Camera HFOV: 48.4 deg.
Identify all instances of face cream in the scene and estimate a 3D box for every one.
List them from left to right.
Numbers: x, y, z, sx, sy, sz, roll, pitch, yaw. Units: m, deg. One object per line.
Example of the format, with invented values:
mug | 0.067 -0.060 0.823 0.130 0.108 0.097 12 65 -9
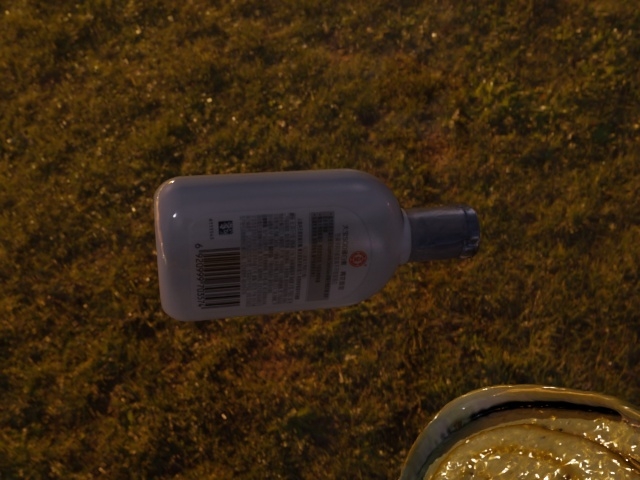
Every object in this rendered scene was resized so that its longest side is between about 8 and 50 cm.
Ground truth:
face cream | 0.000 0.000 0.643 0.291 0.143 0.071 -5 33 -11

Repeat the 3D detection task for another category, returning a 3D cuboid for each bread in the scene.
bread | 0.103 0.124 0.319 0.156 0.064 0.117 -6 44 55
